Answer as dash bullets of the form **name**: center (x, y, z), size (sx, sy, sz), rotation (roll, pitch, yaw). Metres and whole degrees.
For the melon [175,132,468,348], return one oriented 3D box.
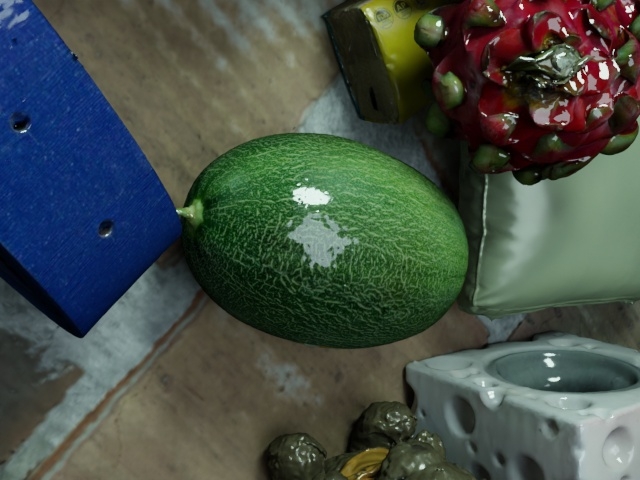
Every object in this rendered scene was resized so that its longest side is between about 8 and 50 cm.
- **melon**: center (0.000, 0.000, 0.751), size (0.288, 0.182, 0.182), rotation (16, 87, -35)

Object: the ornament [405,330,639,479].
- **ornament**: center (0.253, 0.244, 0.914), size (0.240, 0.239, 0.239), rotation (-7, 100, -33)

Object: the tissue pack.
- **tissue pack**: center (0.100, -0.199, 0.851), size (0.169, 0.082, 0.120), rotation (-32, 114, -27)

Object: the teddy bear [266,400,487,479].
- **teddy bear**: center (0.065, 0.237, 0.819), size (0.177, 0.190, 0.140), rotation (-10, 95, -38)

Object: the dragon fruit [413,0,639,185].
- **dragon fruit**: center (0.210, -0.153, 0.758), size (0.273, 0.198, 0.218), rotation (-17, 115, -25)

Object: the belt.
- **belt**: center (-0.230, -0.085, 0.563), size (0.117, 0.212, 0.347), rotation (-48, 133, -18)

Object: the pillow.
- **pillow**: center (0.280, -0.045, 0.966), size (0.322, 0.120, 0.255), rotation (-2, 96, -32)
